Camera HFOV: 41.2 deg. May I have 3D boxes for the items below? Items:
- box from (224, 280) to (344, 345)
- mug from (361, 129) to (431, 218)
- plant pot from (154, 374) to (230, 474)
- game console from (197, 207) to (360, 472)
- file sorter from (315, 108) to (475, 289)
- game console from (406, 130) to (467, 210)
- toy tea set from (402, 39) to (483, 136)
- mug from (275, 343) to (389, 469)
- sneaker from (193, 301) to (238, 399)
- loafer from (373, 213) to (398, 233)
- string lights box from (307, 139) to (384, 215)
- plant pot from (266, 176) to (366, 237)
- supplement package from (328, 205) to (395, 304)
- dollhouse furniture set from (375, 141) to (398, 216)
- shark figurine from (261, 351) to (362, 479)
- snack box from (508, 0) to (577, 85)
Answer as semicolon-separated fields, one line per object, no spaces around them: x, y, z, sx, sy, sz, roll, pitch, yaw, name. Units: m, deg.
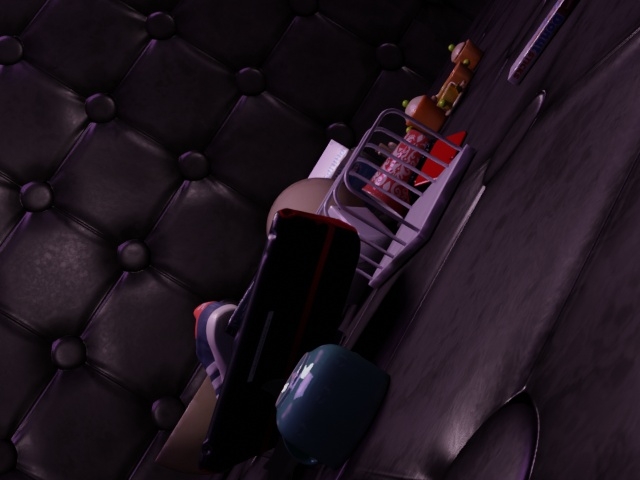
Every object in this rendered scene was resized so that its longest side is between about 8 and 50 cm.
-0.074;0.181;1.673;0.108;0.207;0.153;-59;3;-14;box
0.182;-0.148;1.864;0.169;0.113;0.150;-55;3;1;mug
-0.307;0.541;2.384;0.284;0.191;0.284;-59;2;3;plant pot
-0.056;0.146;1.309;0.342;0.060;0.387;9;-81;-68;game console
0.109;-0.073;1.487;0.193;0.173;0.278;-60;2;-24;file sorter
0.233;-0.133;1.681;0.144;0.085;0.124;-59;-30;-36;game console
0.330;-0.431;2.337;0.200;0.124;0.336;-57;2;46;toy tea set
-0.001;0.199;1.005;0.158;0.097;0.129;-58;2;2;mug
-0.194;0.287;1.852;0.131;0.350;0.148;-20;22;-32;sneaker
0.126;-0.012;1.835;0.220;0.080;0.078;41;-123;-82;loafer
0.095;-0.142;2.179;0.259;0.076;0.133;26;-81;-46;string lights box
0.000;0.000;1.954;0.257;0.256;0.274;-58;8;9;plant pot
0.048;0.031;1.707;0.105;0.105;0.179;2;-55;-42;supplement package
0.166;-0.150;2.066;0.151;0.123;0.144;-59;1;-13;dollhouse furniture set
-0.048;0.258;1.192;0.278;0.116;0.166;-57;0;-4;shark figurine
0.360;-0.333;1.362;0.178;0.022;0.064;-58;1;34;snack box
